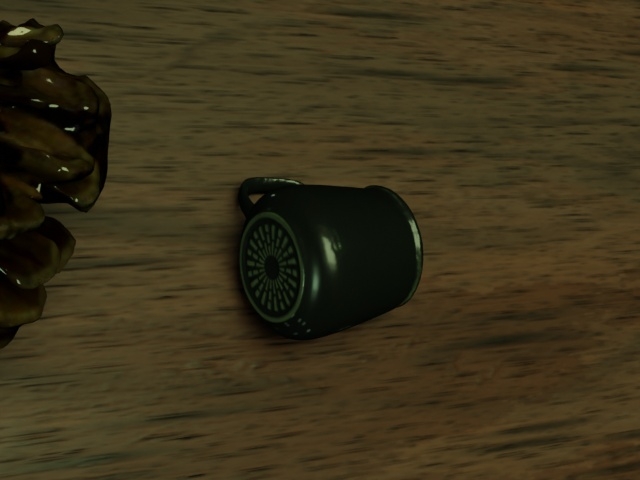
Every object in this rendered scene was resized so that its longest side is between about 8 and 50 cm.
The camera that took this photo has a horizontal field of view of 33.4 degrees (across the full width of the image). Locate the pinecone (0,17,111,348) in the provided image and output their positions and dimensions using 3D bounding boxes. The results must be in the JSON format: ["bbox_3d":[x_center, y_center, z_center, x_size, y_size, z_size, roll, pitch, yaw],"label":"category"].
[{"bbox_3d":[-0.370,-0.092,0.895,0.397,0.397,0.398,9,70,-26],"label":"pinecone"}]

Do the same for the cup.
[{"bbox_3d":[0.000,0.000,1.201,0.176,0.169,0.223,-10,48,-34],"label":"cup"}]
